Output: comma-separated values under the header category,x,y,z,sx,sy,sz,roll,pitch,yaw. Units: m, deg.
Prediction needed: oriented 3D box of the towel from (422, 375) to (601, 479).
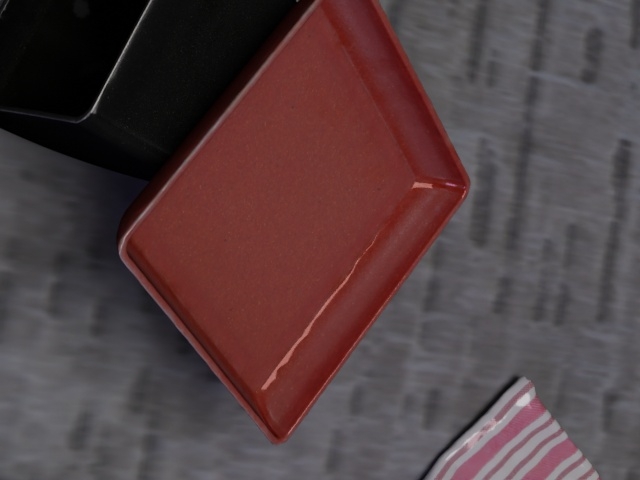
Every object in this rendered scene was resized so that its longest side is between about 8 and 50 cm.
category,x,y,z,sx,sy,sz,roll,pitch,yaw
towel,0.184,0.233,1.409,0.144,0.029,0.197,-45,111,-21

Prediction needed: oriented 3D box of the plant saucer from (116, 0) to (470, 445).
category,x,y,z,sx,sy,sz,roll,pitch,yaw
plant saucer,-0.019,-0.024,1.145,0.259,0.047,0.258,-53,140,-18

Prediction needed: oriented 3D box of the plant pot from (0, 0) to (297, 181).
category,x,y,z,sx,sy,sz,roll,pitch,yaw
plant pot,-0.116,-0.129,1.161,0.167,0.188,0.187,37,73,-39
